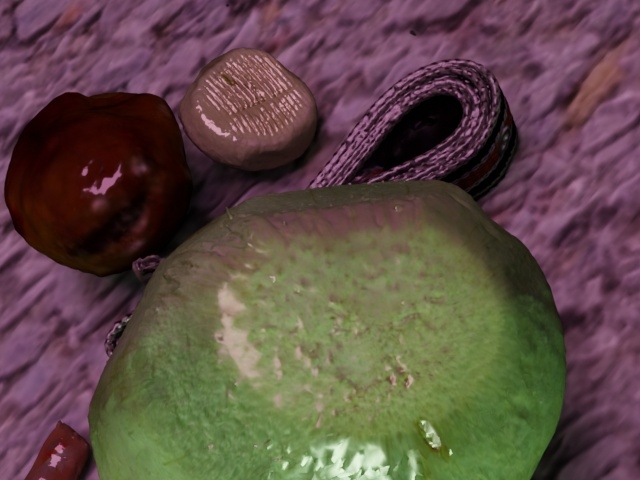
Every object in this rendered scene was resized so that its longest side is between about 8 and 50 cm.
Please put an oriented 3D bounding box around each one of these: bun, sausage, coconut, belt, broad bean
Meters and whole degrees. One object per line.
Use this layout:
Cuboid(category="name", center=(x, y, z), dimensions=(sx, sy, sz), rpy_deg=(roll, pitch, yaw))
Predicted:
Cuboid(category="bun", center=(-0.061, -0.099, 1.476), dimensions=(0.115, 0.069, 0.115), rpy_deg=(7, 53, -10))
Cuboid(category="sausage", center=(-0.241, 0.219, 1.399), dimensions=(0.177, 0.040, 0.047), rpy_deg=(-49, 47, -8))
Cuboid(category="coconut", center=(0.004, 0.103, 1.205), dimensions=(0.328, 0.328, 0.281), rpy_deg=(-38, 79, 1))
Cuboid(category="belt", center=(0.000, 0.000, 1.382), dimensions=(0.359, 0.094, 0.126), rpy_deg=(-38, 57, 2))
Cuboid(category="broad bean", center=(-0.180, -0.056, 1.463), dimensions=(0.156, 0.122, 0.228), rpy_deg=(-51, 30, 7))
